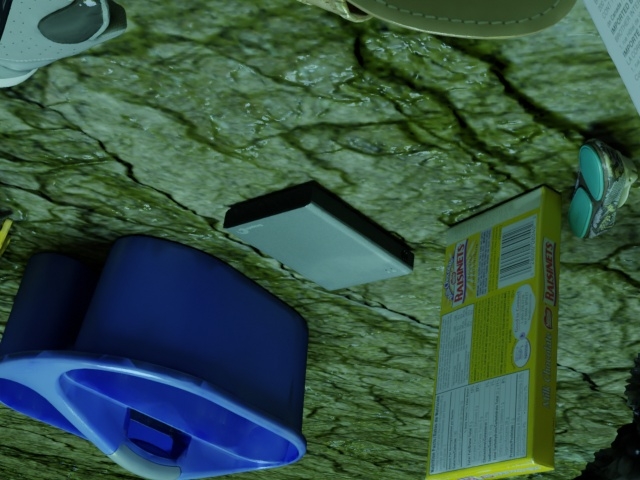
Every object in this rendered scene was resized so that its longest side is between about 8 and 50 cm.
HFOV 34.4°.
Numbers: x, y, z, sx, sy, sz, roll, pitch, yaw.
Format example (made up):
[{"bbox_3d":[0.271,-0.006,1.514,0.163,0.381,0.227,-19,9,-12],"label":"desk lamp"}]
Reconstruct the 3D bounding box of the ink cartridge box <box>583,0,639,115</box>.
[{"bbox_3d":[0.188,-0.068,0.376,0.065,0.311,0.185,-16,158,-14],"label":"ink cartridge box"}]

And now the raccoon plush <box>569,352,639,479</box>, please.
[{"bbox_3d":[0.313,0.160,0.809,0.447,0.216,0.299,-21,149,7],"label":"raccoon plush"}]

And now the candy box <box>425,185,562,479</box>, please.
[{"bbox_3d":[0.126,0.069,0.741,0.027,0.205,0.105,23,151,-27],"label":"candy box"}]

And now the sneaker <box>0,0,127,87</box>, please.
[{"bbox_3d":[-0.175,-0.159,0.512,0.132,0.086,0.229,-9,160,21],"label":"sneaker"}]

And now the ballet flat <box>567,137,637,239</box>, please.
[{"bbox_3d":[0.194,-0.040,0.704,0.041,0.041,0.114,4,154,8],"label":"ballet flat"}]

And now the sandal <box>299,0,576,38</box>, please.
[{"bbox_3d":[0.004,-0.153,0.498,0.240,0.088,0.079,14,-174,3],"label":"sandal"}]

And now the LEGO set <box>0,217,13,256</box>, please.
[{"bbox_3d":[-0.343,0.023,0.888,0.107,0.132,0.287,24,162,-9],"label":"LEGO set"}]

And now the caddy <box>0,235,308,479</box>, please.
[{"bbox_3d":[-0.156,0.138,0.997,0.241,0.179,0.341,-9,150,33],"label":"caddy"}]

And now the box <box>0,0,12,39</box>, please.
[{"bbox_3d":[-0.232,-0.115,0.242,0.294,0.395,0.212,12,154,-8],"label":"box"}]

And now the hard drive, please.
[{"bbox_3d":[0.000,0.000,0.846,0.094,0.022,0.135,-14,147,38],"label":"hard drive"}]
